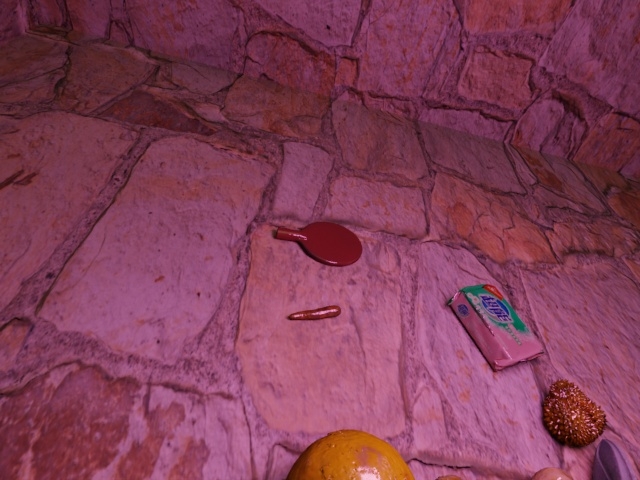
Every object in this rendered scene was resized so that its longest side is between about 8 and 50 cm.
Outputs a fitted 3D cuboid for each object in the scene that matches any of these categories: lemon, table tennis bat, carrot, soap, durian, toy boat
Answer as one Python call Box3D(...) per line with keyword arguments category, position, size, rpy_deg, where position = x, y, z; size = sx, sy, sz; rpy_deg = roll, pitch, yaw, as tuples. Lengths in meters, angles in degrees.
Box3D(category="lemon", position=(0.056, 0.489, 0.748), size=(0.258, 0.310, 0.257), rpy_deg=(-8, 64, 16))
Box3D(category="table tennis bat", position=(0.000, 0.000, 1.412), size=(0.311, 0.038, 0.200), rpy_deg=(10, 43, -10))
Box3D(category="carrot", position=(-0.014, 0.216, 1.189), size=(0.165, 0.035, 0.035), rpy_deg=(-5, 48, -22))
Box3D(category="soap", position=(0.559, 0.273, 1.293), size=(0.218, 0.098, 0.273), rpy_deg=(-2, 48, -30))
Box3D(category="durian", position=(0.689, 0.479, 1.110), size=(0.158, 0.137, 0.168), rpy_deg=(-38, 79, -22))
Box3D(category="toy boat", position=(0.708, 0.622, 0.955), size=(0.092, 0.141, 0.319), rpy_deg=(14, 41, 11))

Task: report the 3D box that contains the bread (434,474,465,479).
Box3D(category="bread", position=(0.256, 0.614, 0.811), size=(0.152, 0.130, 0.267), rpy_deg=(56, 42, -15))

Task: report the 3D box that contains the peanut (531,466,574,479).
Box3D(category="peanut", position=(0.516, 0.657, 0.861), size=(0.148, 0.147, 0.318), rpy_deg=(15, 48, -5))
